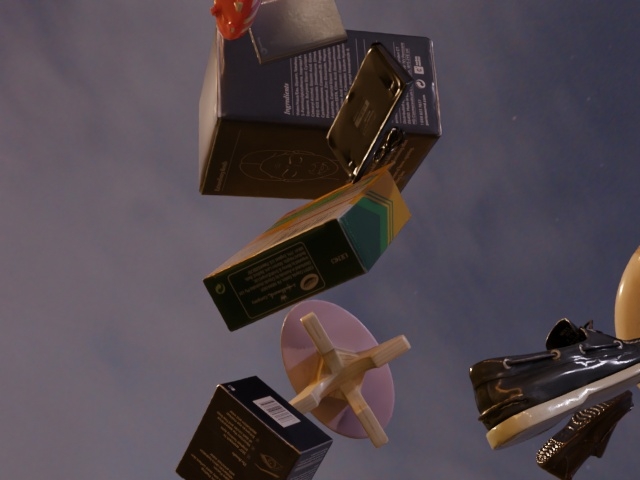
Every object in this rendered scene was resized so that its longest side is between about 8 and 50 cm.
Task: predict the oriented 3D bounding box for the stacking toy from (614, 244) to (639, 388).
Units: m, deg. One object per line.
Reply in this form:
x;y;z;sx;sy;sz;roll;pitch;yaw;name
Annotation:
0.647;0.103;1.514;0.351;0.480;0.350;1;-87;14;stacking toy

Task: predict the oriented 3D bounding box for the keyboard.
0.066;-0.146;1.158;0.108;0.023;0.180;59;-35;25;keyboard

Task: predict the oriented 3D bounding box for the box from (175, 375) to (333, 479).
-0.093;0.298;1.299;0.156;0.093;0.158;36;-72;25;box

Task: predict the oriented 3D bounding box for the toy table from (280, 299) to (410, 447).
0.033;0.235;1.653;0.274;0.252;0.161;48;-4;-1;toy table

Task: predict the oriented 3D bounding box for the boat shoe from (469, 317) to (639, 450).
0.313;0.153;1.161;0.113;0.340;0.127;61;-33;21;boat shoe

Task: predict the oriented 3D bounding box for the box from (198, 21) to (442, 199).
-0.016;-0.227;1.736;0.396;0.211;0.293;2;-23;-14;box

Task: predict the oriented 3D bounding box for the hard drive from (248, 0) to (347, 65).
-0.039;-0.320;1.390;0.022;0.135;0.094;104;-32;-76;hard drive

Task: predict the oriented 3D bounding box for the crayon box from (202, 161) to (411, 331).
0.000;0.000;1.274;0.203;0.323;0.083;-25;-82;23;crayon box

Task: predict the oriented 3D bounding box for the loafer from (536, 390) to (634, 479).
0.499;0.361;1.738;0.078;0.220;0.080;49;-1;-9;loafer

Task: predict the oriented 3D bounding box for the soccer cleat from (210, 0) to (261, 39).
-0.084;-0.389;1.298;0.083;0.095;0.248;45;-45;30;soccer cleat
